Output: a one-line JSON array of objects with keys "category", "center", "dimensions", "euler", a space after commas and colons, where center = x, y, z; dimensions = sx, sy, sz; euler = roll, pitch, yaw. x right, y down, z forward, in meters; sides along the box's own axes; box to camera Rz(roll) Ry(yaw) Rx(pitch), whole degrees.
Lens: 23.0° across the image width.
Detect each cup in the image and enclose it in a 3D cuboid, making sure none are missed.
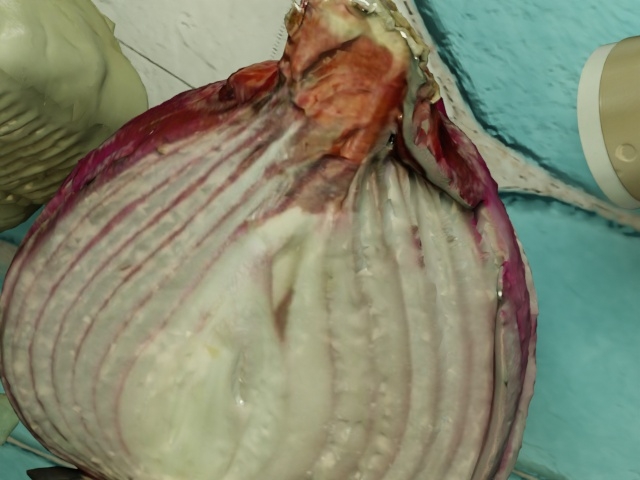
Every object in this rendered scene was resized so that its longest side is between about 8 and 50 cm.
[{"category": "cup", "center": [0.174, -0.044, 0.655], "dimensions": [0.099, 0.074, 0.102], "euler": [-10, 123, 42]}]

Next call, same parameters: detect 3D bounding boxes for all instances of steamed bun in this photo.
[{"category": "steamed bun", "center": [-0.206, -0.095, 0.825], "dimensions": [0.211, 0.144, 0.218], "euler": [-15, 160, 24]}]

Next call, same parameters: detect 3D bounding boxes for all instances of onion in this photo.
[{"category": "onion", "center": [0.000, 0.000, 0.775], "dimensions": [0.267, 0.159, 0.348], "euler": [26, 125, 0]}]

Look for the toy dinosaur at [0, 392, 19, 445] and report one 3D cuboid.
[{"category": "toy dinosaur", "center": [-0.259, 0.074, 0.940], "dimensions": [0.205, 0.092, 0.393], "euler": [50, 168, -21]}]
